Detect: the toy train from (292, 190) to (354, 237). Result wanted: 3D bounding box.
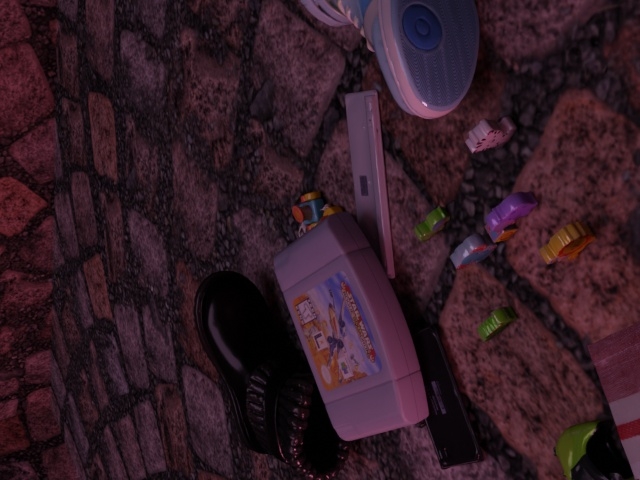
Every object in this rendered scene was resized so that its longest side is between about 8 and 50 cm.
[{"bbox_3d":[0.000,0.000,1.206,0.166,0.046,0.125,44,135,42],"label":"toy train"}]

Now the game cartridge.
[{"bbox_3d":[0.039,0.121,1.113,0.198,0.062,0.297,-38,71,58],"label":"game cartridge"}]

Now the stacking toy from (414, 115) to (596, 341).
[{"bbox_3d":[0.188,-0.007,0.896,0.167,0.052,0.221,62,146,25],"label":"stacking toy"}]

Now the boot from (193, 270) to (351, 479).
[{"bbox_3d":[-0.077,0.208,1.311,0.260,0.131,0.348,-11,101,66],"label":"boot"}]

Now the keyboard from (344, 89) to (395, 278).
[{"bbox_3d":[0.067,-0.076,1.109,0.072,0.014,0.256,10,108,62],"label":"keyboard"}]

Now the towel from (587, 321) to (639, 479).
[{"bbox_3d":[0.357,0.188,0.608,0.237,0.037,0.329,-37,56,43],"label":"towel"}]

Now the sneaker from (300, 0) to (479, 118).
[{"bbox_3d":[0.066,-0.268,0.943,0.208,0.127,0.319,-26,68,56],"label":"sneaker"}]

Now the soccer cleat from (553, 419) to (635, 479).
[{"bbox_3d":[0.293,0.268,0.804,0.072,0.060,0.179,-49,53,50],"label":"soccer cleat"}]

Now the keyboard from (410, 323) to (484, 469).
[{"bbox_3d":[0.150,0.207,1.056,0.108,0.023,0.180,-34,70,50],"label":"keyboard"}]
